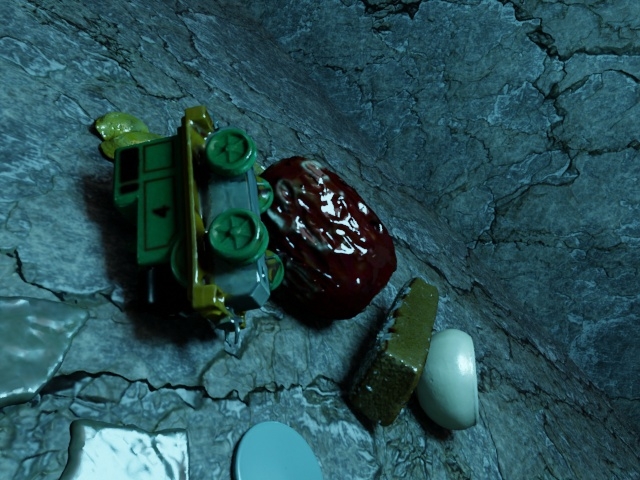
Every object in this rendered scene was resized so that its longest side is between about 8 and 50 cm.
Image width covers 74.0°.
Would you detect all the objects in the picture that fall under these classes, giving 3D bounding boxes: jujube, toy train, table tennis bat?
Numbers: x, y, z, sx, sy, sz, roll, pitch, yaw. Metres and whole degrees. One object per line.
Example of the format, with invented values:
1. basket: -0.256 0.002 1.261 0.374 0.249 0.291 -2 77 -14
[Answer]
1. jujube: 0.000 0.000 0.910 0.376 0.259 0.258 52 25 -15
2. toy train: -0.206 -0.032 0.699 0.178 0.250 0.428 79 1 -66
3. table tennis bat: -0.031 0.377 0.620 0.244 0.040 0.153 49 27 11

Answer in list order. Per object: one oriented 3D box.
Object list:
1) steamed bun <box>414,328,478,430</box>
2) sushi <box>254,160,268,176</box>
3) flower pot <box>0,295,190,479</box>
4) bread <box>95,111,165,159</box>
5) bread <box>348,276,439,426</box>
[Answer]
1. steamed bun: 0.294 0.329 1.018 0.232 0.145 0.231 -4 90 -74
2. sushi: -0.170 -0.132 1.026 0.291 0.139 0.131 34 10 -27
3. flower pot: -0.259 0.199 0.292 0.380 0.251 0.379 36 31 -25
4. bread: -0.369 -0.215 0.887 0.188 0.065 0.149 1 48 -53
5. bread: 0.184 0.226 0.982 0.113 0.165 0.416 30 23 10
